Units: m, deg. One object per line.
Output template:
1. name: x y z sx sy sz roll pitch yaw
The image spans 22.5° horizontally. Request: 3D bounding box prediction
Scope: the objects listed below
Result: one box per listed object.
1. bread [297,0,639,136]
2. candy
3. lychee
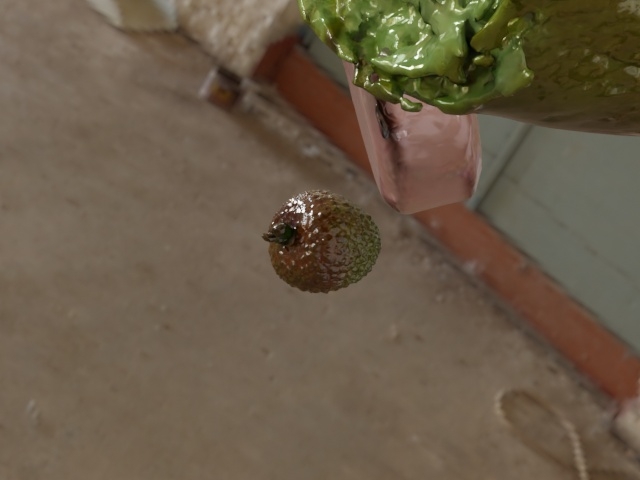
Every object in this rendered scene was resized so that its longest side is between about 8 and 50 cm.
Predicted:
1. bread: 0.167 -0.167 0.934 0.377 0.251 0.208 3 69 -48
2. candy: 0.076 -0.143 1.444 0.094 0.255 0.255 -14 34 -1
3. lychee: 0.000 0.000 1.715 0.146 0.114 0.114 7 34 -38
